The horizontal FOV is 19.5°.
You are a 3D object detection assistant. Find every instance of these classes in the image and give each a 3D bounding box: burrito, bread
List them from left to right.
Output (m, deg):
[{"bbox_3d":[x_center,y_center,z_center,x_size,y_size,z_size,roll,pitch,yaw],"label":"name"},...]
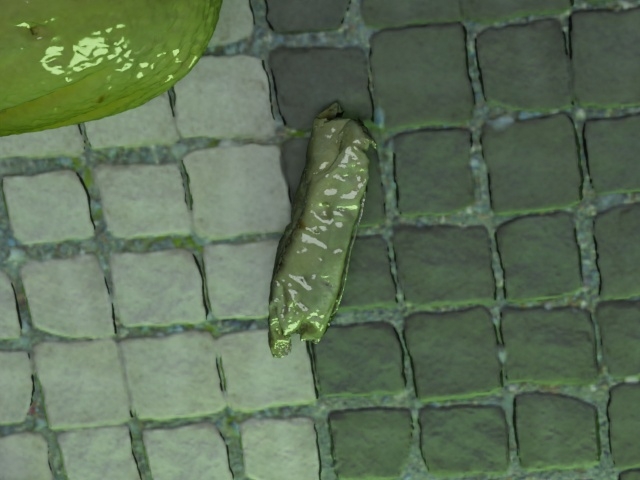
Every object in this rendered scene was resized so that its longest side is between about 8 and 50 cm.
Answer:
[{"bbox_3d":[-0.230,-0.197,1.380,0.320,0.320,0.237,-14,93,11],"label":"bread"},{"bbox_3d":[-0.002,-0.001,1.561,0.063,0.058,0.230,14,111,-2],"label":"burrito"}]
